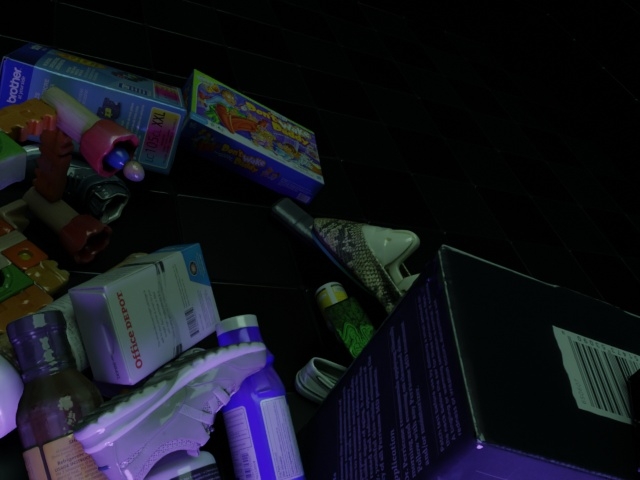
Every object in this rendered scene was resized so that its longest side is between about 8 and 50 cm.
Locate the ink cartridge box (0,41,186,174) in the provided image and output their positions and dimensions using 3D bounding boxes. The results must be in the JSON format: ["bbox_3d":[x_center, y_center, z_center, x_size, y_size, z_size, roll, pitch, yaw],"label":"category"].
[{"bbox_3d":[-0.490,-0.282,1.277,0.395,0.151,0.270,12,19,-20],"label":"ink cartridge box"}]

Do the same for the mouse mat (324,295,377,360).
[{"bbox_3d":[0.077,0.180,1.195,0.153,0.007,0.189,58,20,8],"label":"mouse mat"}]

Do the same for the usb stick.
[{"bbox_3d":[0.000,0.000,1.430,0.278,0.045,0.077,39,37,11],"label":"usb stick"}]

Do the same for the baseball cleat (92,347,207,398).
[{"bbox_3d":[-0.245,0.202,0.980,0.206,0.109,0.072,4,49,-27],"label":"baseball cleat"}]

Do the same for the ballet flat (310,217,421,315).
[{"bbox_3d":[0.179,0.097,1.279,0.483,0.182,0.164,54,23,18],"label":"ballet flat"}]

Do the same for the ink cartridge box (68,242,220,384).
[{"bbox_3d":[-0.258,0.105,0.946,0.086,0.148,0.203,-4,14,32],"label":"ink cartridge box"}]

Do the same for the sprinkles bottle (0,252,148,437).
[{"bbox_3d":[-0.375,0.142,0.951,0.121,0.121,0.355,37,37,9],"label":"sprinkles bottle"}]

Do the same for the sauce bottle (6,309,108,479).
[{"bbox_3d":[-0.309,0.257,0.779,0.111,0.111,0.344,-11,76,-41],"label":"sauce bottle"}]

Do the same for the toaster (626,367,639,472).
[{"bbox_3d":[0.412,0.162,0.626,0.110,0.186,0.168,26,38,1],"label":"toaster"}]

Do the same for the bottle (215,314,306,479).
[{"bbox_3d":[-0.098,0.256,0.942,0.092,0.118,0.283,-6,71,-28],"label":"bottle"}]

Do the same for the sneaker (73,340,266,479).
[{"bbox_3d":[-0.174,0.219,0.811,0.281,0.105,0.115,-25,94,-43],"label":"sneaker"}]

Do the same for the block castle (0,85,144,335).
[{"bbox_3d":[-0.481,-0.008,0.904,0.213,0.303,0.453,38,38,8],"label":"block castle"}]

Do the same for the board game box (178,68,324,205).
[{"bbox_3d":[-0.166,-0.244,1.486,0.347,0.078,0.233,24,34,-27],"label":"board game box"}]

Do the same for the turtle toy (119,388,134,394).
[{"bbox_3d":[-0.253,0.274,0.915,0.095,0.066,0.130,20,63,-26],"label":"turtle toy"}]

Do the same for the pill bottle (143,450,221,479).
[{"bbox_3d":[-0.178,0.346,0.824,0.108,0.108,0.193,-7,66,-39],"label":"pill bottle"}]

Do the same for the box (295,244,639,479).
[{"bbox_3d":[0.265,0.326,0.879,0.480,0.472,0.297,19,40,-15],"label":"box"}]

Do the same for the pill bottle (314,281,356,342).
[{"bbox_3d":[0.036,0.147,1.269,0.065,0.065,0.116,3,44,-31],"label":"pill bottle"}]

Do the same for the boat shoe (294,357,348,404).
[{"bbox_3d":[0.066,0.279,1.128,0.226,0.076,0.083,21,38,-12],"label":"boat shoe"}]

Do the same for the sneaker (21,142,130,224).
[{"bbox_3d":[-0.478,-0.105,1.195,0.226,0.086,0.163,-2,45,-37],"label":"sneaker"}]
